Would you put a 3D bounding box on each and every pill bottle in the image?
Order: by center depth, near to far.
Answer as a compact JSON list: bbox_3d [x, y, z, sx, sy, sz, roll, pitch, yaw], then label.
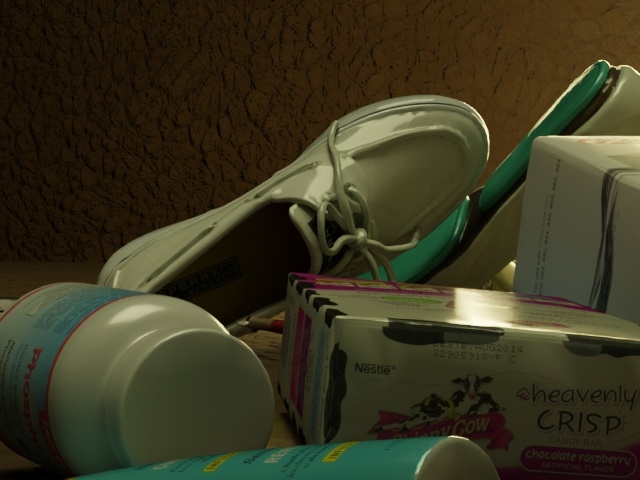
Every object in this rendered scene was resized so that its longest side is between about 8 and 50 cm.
[{"bbox_3d":[-0.085,0.064,0.646,0.087,0.087,0.160,0,1,-29],"label":"pill bottle"}]

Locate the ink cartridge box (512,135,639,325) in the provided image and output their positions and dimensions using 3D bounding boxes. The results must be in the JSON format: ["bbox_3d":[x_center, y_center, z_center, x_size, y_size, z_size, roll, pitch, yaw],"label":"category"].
[{"bbox_3d":[0.264,0.017,0.902,0.198,0.115,0.273,-1,16,-19],"label":"ink cartridge box"}]

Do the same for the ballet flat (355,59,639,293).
[{"bbox_3d":[0.170,0.001,1.355,0.139,0.139,0.400,-1,-32,-44],"label":"ballet flat"}]

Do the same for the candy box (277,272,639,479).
[{"bbox_3d":[0.067,0.064,0.714,0.159,0.071,0.233,5,2,-5],"label":"candy box"}]

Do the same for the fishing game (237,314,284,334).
[{"bbox_3d":[0.085,0.082,0.928,0.264,0.041,0.189,11,-3,-13],"label":"fishing game"}]

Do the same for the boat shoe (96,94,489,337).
[{"bbox_3d":[-0.005,-0.007,1.223,0.367,0.136,0.156,-25,18,-12],"label":"boat shoe"}]

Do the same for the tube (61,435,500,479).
[{"bbox_3d":[-0.040,0.092,0.491,0.207,0.052,0.080,-7,-13,37],"label":"tube"}]

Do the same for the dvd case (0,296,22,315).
[{"bbox_3d":[-0.280,0.074,1.509,0.179,0.030,0.238,0,2,-17],"label":"dvd case"}]

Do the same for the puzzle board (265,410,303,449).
[{"bbox_3d":[-0.004,0.101,0.757,0.096,0.011,0.128,2,2,15],"label":"puzzle board"}]
